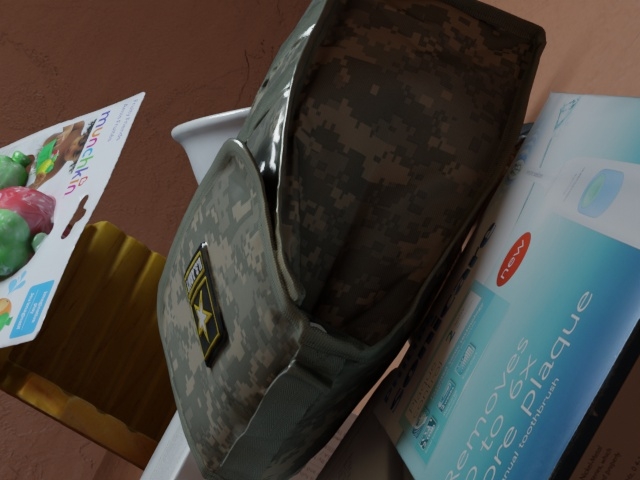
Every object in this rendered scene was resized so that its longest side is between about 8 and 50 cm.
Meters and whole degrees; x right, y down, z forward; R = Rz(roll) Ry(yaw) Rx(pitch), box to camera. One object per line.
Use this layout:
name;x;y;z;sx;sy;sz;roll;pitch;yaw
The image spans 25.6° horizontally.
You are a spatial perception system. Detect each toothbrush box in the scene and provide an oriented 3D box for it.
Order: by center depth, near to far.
toothbrush box;0.147;0.051;0.674;0.216;0.126;0.295;-61;8;4

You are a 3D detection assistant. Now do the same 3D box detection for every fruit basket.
fruit basket;-0.367;-0.007;1.507;0.353;0.165;0.327;-19;41;41

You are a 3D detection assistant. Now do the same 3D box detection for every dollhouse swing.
dollhouse swing;-0.180;0.131;1.586;0.305;0.346;0.315;-26;35;59

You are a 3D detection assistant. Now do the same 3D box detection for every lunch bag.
lunch bag;0.000;0.000;0.891;0.235;0.168;0.287;123;171;-55

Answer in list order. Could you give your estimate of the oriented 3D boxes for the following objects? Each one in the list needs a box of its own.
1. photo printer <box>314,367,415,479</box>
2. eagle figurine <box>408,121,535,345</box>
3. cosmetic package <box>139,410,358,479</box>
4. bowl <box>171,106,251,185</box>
photo printer;0.010;0.260;0.857;0.308;0.107;0.256;-58;11;23
eagle figurine;0.098;-0.047;1.195;0.298;0.225;0.226;45;154;51
cosmetic package;-0.059;0.199;1.278;0.151;0.151;0.183;-63;10;-9
bowl;0.002;-0.072;1.458;0.298;0.297;0.134;171;89;-79
